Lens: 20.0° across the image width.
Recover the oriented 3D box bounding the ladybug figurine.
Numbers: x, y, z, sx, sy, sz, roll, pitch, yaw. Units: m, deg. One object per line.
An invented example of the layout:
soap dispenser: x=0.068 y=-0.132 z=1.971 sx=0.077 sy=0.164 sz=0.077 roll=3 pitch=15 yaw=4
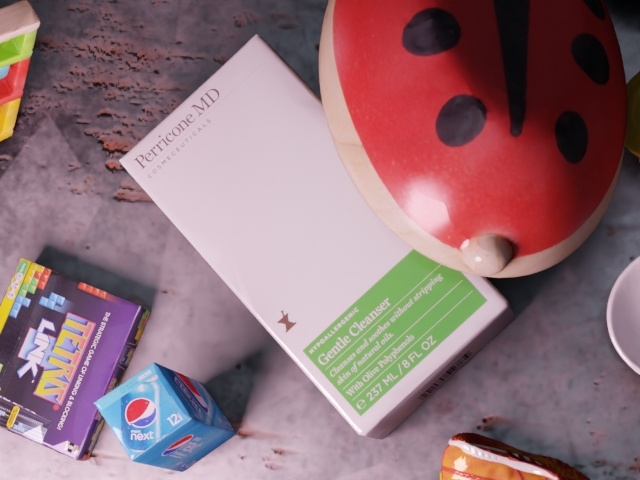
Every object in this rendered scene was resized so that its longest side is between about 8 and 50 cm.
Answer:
ladybug figurine: x=0.157 y=-0.168 z=1.718 sx=0.305 sy=0.162 sz=0.449 roll=6 pitch=54 yaw=-13

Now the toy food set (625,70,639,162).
toy food set: x=0.367 y=-0.116 z=1.801 sx=0.218 sy=0.071 sz=0.128 roll=0 pitch=60 yaw=26

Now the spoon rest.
spoon rest: x=0.394 y=0.020 z=1.772 sx=0.137 sy=0.084 sz=0.276 roll=40 pitch=87 yaw=13

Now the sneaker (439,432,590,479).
sneaker: x=0.202 y=0.243 z=1.779 sx=0.175 sy=0.064 sz=0.067 roll=19 pitch=103 yaw=16

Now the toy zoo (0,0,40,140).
toy zoo: x=-0.387 y=-0.126 z=1.813 sx=0.192 sy=0.293 sz=0.030 roll=-25 pitch=76 yaw=-24

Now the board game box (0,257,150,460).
board game box: x=-0.274 y=0.122 z=1.864 sx=0.141 sy=0.048 sz=0.170 roll=21 pitch=84 yaw=12

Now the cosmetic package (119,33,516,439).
cosmetic package: x=0.000 y=0.000 z=1.794 sx=0.197 sy=0.155 sz=0.365 roll=-44 pitch=79 yaw=2

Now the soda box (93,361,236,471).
soda box: x=-0.146 y=0.173 z=1.754 sx=0.071 sy=0.210 sz=0.067 roll=-35 pitch=77 yaw=1
